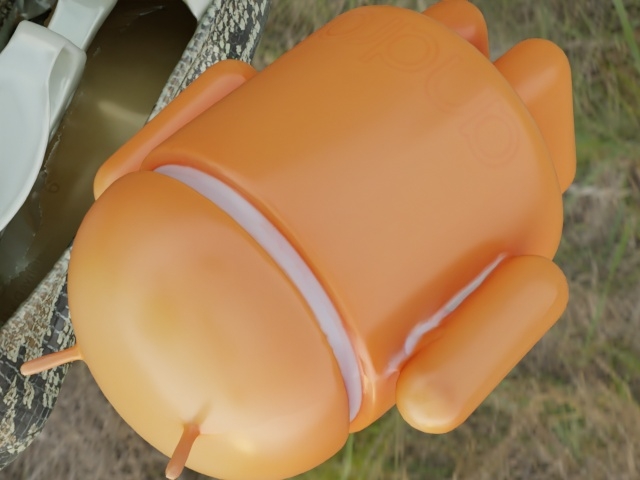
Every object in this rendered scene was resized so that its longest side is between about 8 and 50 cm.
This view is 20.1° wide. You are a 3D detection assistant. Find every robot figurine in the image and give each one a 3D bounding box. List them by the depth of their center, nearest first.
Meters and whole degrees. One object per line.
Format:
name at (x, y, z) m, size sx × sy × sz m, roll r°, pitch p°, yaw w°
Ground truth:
robot figurine at (-0.001, 0.000, 0.656) m, size 0.219 × 0.128 × 0.158 m, roll -39°, pitch 89°, yaw -26°

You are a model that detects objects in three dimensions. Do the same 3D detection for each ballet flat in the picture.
ballet flat at (-0.144, -0.092, 1.048) m, size 0.164 × 0.182 × 0.483 m, roll 20°, pitch 68°, yaw 9°
